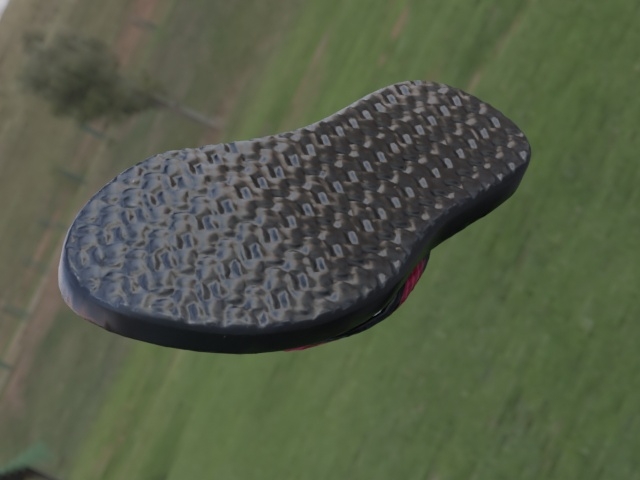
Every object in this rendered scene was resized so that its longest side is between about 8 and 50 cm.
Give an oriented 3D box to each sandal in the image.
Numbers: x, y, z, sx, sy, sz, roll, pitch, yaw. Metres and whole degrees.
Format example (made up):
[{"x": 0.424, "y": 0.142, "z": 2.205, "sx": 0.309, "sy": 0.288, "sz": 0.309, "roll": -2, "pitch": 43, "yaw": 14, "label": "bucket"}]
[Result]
[{"x": 0.000, "y": 0.000, "z": 0.470, "sx": 0.179, "sy": 0.067, "sz": 0.040, "roll": -26, "pitch": -33, "yaw": -53, "label": "sandal"}]
